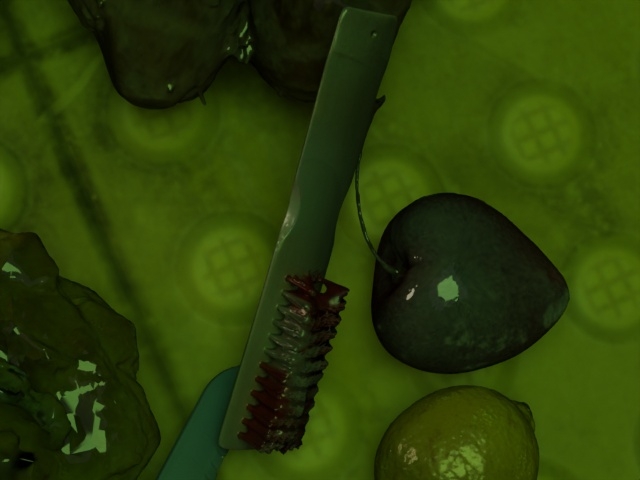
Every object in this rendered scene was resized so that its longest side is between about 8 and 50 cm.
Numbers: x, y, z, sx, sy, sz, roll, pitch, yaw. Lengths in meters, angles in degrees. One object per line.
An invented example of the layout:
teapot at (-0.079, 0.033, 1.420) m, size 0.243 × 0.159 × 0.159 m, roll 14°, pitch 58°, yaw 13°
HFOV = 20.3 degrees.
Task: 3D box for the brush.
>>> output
brush at (0.000, 0.000, 1.231) m, size 0.050 × 0.060 × 0.321 m, roll 25°, pitch 105°, yaw 39°

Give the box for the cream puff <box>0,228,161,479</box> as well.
cream puff at (-0.247, 0.111, 1.184) m, size 0.281 × 0.185 × 0.282 m, roll 1°, pitch 77°, yaw -6°

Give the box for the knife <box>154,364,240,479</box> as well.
knife at (-0.116, 0.204, 1.217) m, size 0.044 × 0.019 × 0.313 m, roll 38°, pitch 58°, yaw -16°

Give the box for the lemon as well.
lemon at (0.097, 0.157, 1.254) m, size 0.133 × 0.109 × 0.109 m, roll -34°, pitch 86°, yaw -19°

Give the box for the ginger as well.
ginger at (-0.040, -0.205, 1.286) m, size 0.304 × 0.155 × 0.245 m, roll 10°, pitch 73°, yaw -13°

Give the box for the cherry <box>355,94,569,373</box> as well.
cherry at (0.104, 0.003, 1.280) m, size 0.148 × 0.115 × 0.188 m, roll 3°, pitch 74°, yaw 14°
